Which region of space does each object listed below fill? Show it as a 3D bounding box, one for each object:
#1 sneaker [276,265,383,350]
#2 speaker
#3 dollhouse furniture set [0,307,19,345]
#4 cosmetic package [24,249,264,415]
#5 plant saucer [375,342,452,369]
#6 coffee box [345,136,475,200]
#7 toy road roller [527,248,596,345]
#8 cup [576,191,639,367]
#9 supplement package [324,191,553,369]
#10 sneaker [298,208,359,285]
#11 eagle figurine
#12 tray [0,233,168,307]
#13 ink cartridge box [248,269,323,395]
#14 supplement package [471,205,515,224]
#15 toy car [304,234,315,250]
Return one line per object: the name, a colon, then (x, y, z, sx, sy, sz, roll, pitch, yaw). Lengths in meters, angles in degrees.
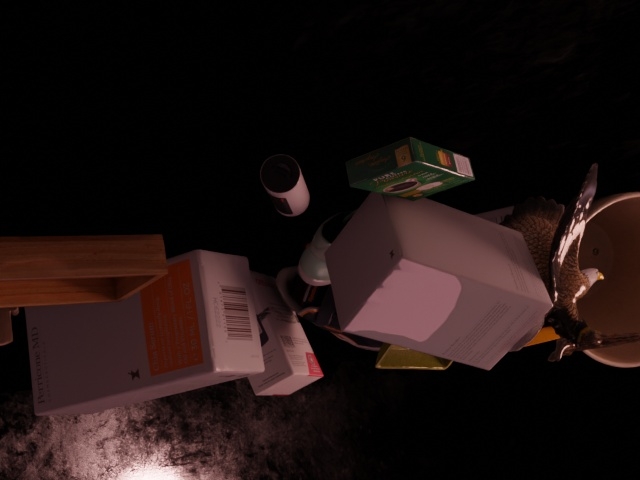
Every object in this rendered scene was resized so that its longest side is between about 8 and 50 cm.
sneaker: (0.045, 0.134, 1.966, 0.321, 0.126, 0.127, 14, 164, 32)
speaker: (-0.047, -0.075, 1.340, 0.055, 0.055, 0.136, -10, 168, 2)
dollhouse furniture set: (-0.674, 0.198, 1.732, 0.286, 0.198, 0.303, -6, 167, -15)
cosmetic package: (-0.346, 0.185, 1.864, 0.453, 0.230, 0.161, -18, 165, 29)
plant saucer: (0.210, 0.167, 1.860, 0.188, 0.045, 0.188, 7, 129, -35)
coffee box: (0.131, -0.100, 1.396, 0.113, 0.040, 0.184, -19, 165, 33)
toy road roller: (0.572, 0.125, 2.276, 0.329, 0.203, 0.240, -14, 178, 6)
cup: (0.553, 0.057, 1.904, 0.331, 0.331, 0.237, -6, -169, -15)
supplement package: (0.182, 0.060, 1.544, 0.293, 0.175, 0.177, 18, 128, -27)
sneaker: (0.095, -0.002, 1.694, 0.255, 0.094, 0.151, -16, 155, -25)
eagle figurine: (0.400, 0.046, 1.642, 0.226, 0.298, 0.225, -18, 172, 21)
tray: (-0.472, 0.050, 1.523, 0.410, 0.076, 0.203, -2, 165, -35)
ink cartridge box: (-0.109, 0.195, 2.024, 0.100, 0.237, 0.172, -30, 162, 14)
supplement package: (0.279, 0.037, 1.886, 0.244, 0.139, 0.134, -13, 166, 16)
toy car: (0.000, 0.000, 1.792, 0.040, 0.060, 0.122, 33, 144, 3)
